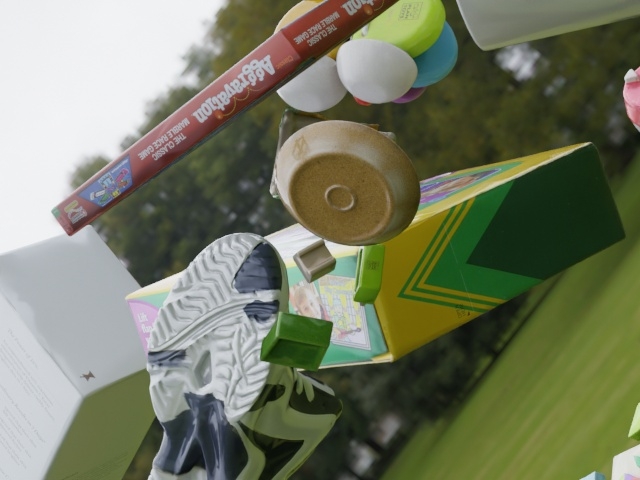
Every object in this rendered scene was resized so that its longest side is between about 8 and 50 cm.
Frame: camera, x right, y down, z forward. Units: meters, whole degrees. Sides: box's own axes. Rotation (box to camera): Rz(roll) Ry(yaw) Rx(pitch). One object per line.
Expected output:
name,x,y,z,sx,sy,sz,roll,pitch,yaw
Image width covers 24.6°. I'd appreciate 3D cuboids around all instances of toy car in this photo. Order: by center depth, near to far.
toy car,0.050,-0.185,1.396,0.182,0.136,0.159,-4,58,37

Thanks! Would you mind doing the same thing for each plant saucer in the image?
plant saucer,0.013,-0.027,0.807,0.083,0.083,0.015,-55,7,39

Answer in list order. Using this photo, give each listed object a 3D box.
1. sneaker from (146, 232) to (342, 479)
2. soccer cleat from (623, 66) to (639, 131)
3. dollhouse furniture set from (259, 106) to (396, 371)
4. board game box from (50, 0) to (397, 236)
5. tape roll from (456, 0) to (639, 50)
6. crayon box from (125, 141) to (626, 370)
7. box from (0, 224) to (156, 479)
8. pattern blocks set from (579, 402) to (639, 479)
sneaker,-0.044,0.091,1.020,0.153,0.094,0.235,-33,-49,-60
soccer cleat,0.431,-0.197,1.553,0.248,0.083,0.095,-35,-43,0
dollhouse furniture set,0.000,0.000,0.908,0.058,0.076,0.151,119,161,-69
board game box,-0.061,-0.094,0.984,0.281,0.027,0.145,-30,8,46
tape roll,0.192,-0.294,1.230,0.169,0.246,0.246,-12,8,16
crayon box,0.045,0.027,1.384,0.313,0.106,0.363,-25,8,-38
box,-0.334,0.186,1.786,0.168,0.215,0.345,-22,-27,-43
pattern blocks set,0.403,0.306,1.762,0.325,0.026,0.285,-52,23,39
